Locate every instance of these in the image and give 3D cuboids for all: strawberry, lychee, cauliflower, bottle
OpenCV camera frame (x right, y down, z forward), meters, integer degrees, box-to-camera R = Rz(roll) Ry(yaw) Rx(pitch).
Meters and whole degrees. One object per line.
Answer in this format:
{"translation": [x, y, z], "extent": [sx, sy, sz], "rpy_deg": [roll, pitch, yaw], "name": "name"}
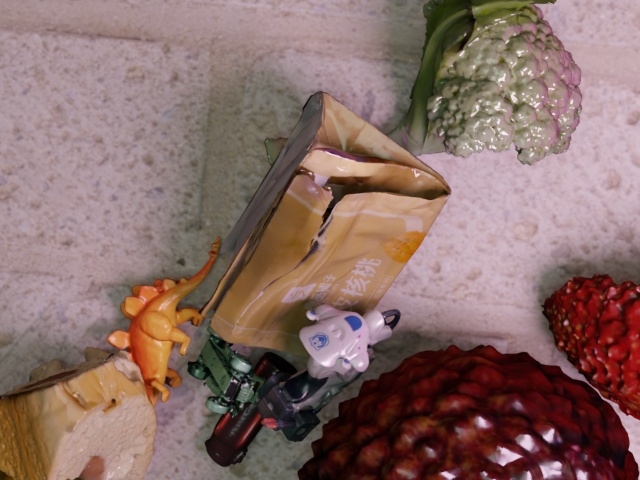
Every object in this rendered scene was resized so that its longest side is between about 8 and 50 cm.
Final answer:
{"translation": [0.385, 0.160, 1.482], "extent": [0.306, 0.138, 0.233], "rpy_deg": [0, 126, 45], "name": "strawberry"}
{"translation": [0.202, 0.334, 1.460], "extent": [0.500, 0.424, 0.425], "rpy_deg": [-1, 97, 36], "name": "lychee"}
{"translation": [0.185, -0.181, 1.528], "extent": [0.315, 0.239, 0.256], "rpy_deg": [-40, 74, 44], "name": "cauliflower"}
{"translation": [-0.096, 0.232, 1.669], "extent": [0.060, 0.060, 0.164], "rpy_deg": [36, 101, 4], "name": "bottle"}

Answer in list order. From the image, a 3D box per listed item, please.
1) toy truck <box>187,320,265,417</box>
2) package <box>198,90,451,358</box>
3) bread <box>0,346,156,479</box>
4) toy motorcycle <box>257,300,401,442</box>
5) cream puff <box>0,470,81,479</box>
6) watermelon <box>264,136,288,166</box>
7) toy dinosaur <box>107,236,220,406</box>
{"translation": [-0.117, 0.173, 1.630], "extent": [0.078, 0.154, 0.080], "rpy_deg": [24, 97, -25], "name": "toy truck"}
{"translation": [-0.017, 0.012, 1.519], "extent": [0.221, 0.165, 0.311], "rpy_deg": [38, 127, 4], "name": "package"}
{"translation": [-0.329, 0.200, 1.596], "extent": [0.224, 0.183, 0.211], "rpy_deg": [38, 123, 23], "name": "bread"}
{"translation": [0.001, 0.159, 1.533], "extent": [0.221, 0.150, 0.102], "rpy_deg": [-48, 64, 23], "name": "toy motorcycle"}
{"translation": [-0.420, 0.387, 1.690], "extent": [0.244, 0.196, 0.244], "rpy_deg": [13, 125, 20], "name": "cream puff"}
{"translation": [0.042, -0.074, 1.582], "extent": [0.245, 0.063, 0.119], "rpy_deg": [15, 126, 24], "name": "watermelon"}
{"translation": [-0.225, 0.117, 1.675], "extent": [0.117, 0.070, 0.288], "rpy_deg": [19, 94, 7], "name": "toy dinosaur"}
